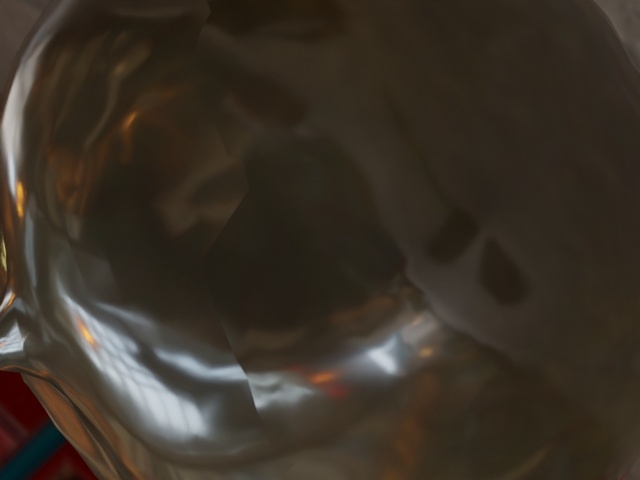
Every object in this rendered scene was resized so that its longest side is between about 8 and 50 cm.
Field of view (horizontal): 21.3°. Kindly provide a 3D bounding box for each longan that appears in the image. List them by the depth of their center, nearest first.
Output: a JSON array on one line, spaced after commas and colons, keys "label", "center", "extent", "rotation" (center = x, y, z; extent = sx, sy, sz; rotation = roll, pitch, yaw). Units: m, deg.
[{"label": "longan", "center": [0.004, -0.001, 0.659], "extent": [0.297, 0.297, 0.297], "rotation": [41, 167, 12]}]
